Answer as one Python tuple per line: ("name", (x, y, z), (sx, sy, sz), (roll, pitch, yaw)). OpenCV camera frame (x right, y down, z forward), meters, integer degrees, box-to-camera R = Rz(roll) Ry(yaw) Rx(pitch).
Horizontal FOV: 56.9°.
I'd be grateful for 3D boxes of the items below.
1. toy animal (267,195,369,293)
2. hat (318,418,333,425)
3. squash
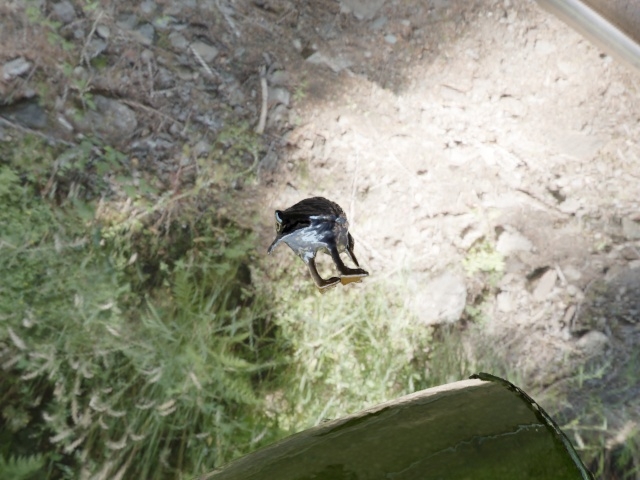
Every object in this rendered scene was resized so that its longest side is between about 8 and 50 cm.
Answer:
("toy animal", (0.000, 0.000, 1.119), (0.122, 0.186, 0.298), (-26, 153, 27))
("hat", (0.043, 0.353, 0.998), (0.121, 0.050, 0.121), (24, 152, 14))
("squash", (0.070, 0.308, 0.617), (0.384, 0.263, 0.263), (-14, 162, -22))
